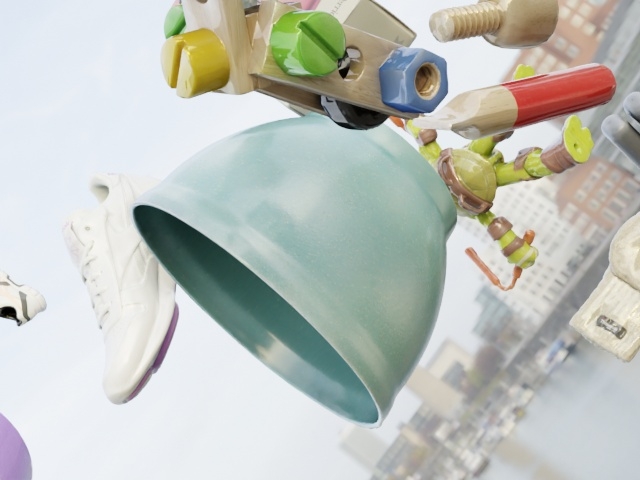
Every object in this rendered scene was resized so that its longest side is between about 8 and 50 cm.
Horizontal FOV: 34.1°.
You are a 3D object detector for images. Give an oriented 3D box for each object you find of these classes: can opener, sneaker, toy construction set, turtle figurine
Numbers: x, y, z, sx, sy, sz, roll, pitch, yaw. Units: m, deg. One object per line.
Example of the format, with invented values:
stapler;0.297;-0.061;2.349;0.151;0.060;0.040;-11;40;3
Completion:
can opener;0.468;-0.071;1.299;0.076;0.283;0.095;-47;29;14
sneaker;-0.236;0.048;1.208;0.114;0.152;0.305;124;155;-48
toy construction set;-0.024;-0.145;0.545;0.237;0.309;0.257;-19;-44;-41
turtle figurine;0.154;-0.083;1.065;0.087;0.269;0.217;-28;-8;-43
sneaker;-0.372;0.062;1.205;0.044;0.109;0.040;-52;-21;-41

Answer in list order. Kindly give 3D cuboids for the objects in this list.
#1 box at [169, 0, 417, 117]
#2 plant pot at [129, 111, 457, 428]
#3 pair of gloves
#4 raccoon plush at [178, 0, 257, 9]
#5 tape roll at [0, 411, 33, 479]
box;-0.035;-0.246;1.187;0.149;0.232;0.127;-55;-33;9
plant pot;0.000;0.000;0.951;0.196;0.293;0.293;-49;-12;-17
pair of gloves;0.398;0.059;1.035;0.204;0.240;0.042;-61;-28;-4
raccoon plush;-0.085;-0.433;0.867;0.299;0.446;0.216;-20;44;25
tape roll;-0.491;0.295;1.250;0.275;0.274;0.090;-60;17;28
